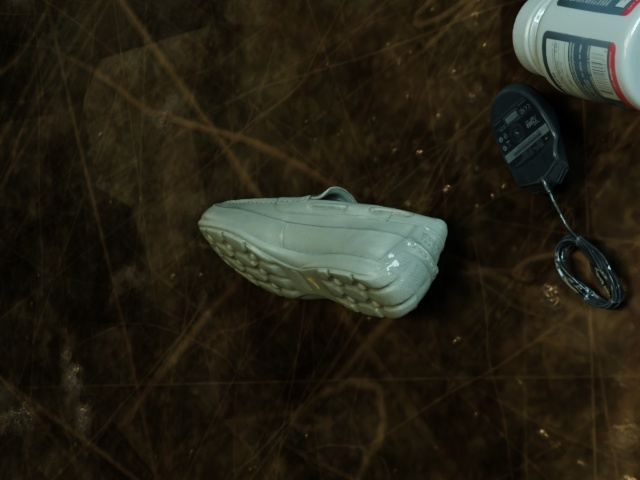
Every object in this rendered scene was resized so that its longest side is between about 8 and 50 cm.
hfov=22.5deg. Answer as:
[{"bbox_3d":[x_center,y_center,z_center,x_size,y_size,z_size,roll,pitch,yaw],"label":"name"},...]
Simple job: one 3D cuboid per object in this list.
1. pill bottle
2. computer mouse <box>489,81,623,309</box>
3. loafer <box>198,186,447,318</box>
[{"bbox_3d":[0.257,-0.177,1.441,0.180,0.108,0.108,25,102,58],"label":"pill bottle"},{"bbox_3d":[0.228,-0.043,1.518,0.071,0.041,0.242,-37,68,42],"label":"computer mouse"},{"bbox_3d":[0.000,0.000,1.680,0.319,0.112,0.111,14,59,43],"label":"loafer"}]
